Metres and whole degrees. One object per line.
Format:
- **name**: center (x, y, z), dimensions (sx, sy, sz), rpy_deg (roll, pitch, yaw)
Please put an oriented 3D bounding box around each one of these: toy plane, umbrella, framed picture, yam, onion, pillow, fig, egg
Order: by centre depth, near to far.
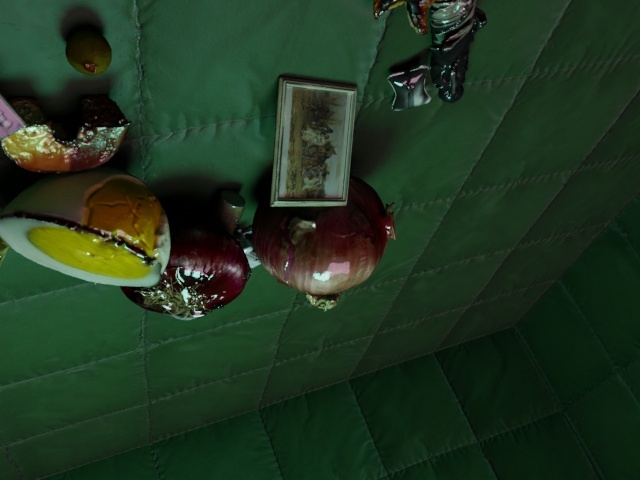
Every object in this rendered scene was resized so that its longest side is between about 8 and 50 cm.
- **fig**: center (-0.379, -0.304, 1.134), dimensions (0.073, 0.088, 0.074), rpy_deg (-13, 133, -14)
- **egg**: center (-0.456, -0.045, 1.398), dimensions (0.336, 0.201, 0.337), rpy_deg (11, 153, 6)
- **umbrella**: center (0.288, -0.408, 1.477), dimensions (0.113, 0.106, 0.358), rpy_deg (-27, 153, -3)
- **framed picture**: center (-0.009, -0.206, 1.493), dimensions (0.217, 0.017, 0.275), rpy_deg (-5, 104, -37)
- **pillow**: center (0.203, -0.347, 1.573), dimensions (0.091, 0.055, 0.136), rpy_deg (-38, 155, -6)
- **onion**: center (-0.320, 0.056, 1.643), dimensions (0.313, 0.233, 0.314), rpy_deg (-2, 150, -1)
- **onion**: center (0.011, -0.023, 1.697), dimensions (0.353, 0.354, 0.354), rpy_deg (-19, 152, -11)
- **yam**: center (-0.239, -0.052, 1.708), dimensions (0.078, 0.078, 0.179), rpy_deg (-6, 145, -32)
- **toy plane**: center (-0.182, 0.042, 1.893), dimensions (0.181, 0.107, 0.273), rpy_deg (-22, 158, 6)

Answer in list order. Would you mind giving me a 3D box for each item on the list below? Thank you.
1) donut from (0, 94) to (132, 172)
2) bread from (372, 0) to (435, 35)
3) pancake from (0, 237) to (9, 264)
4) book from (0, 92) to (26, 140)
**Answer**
- **donut**: center (-0.470, -0.196, 1.251), dimensions (0.217, 0.085, 0.141), rpy_deg (-5, 147, -32)
- **bread**: center (0.196, -0.501, 1.252), dimensions (0.139, 0.095, 0.269), rpy_deg (20, 142, -17)
- **pancake**: center (-0.796, 0.015, 1.406), dimensions (0.304, 0.067, 0.427), rpy_deg (-8, 150, -16)
- **book**: center (-0.670, -0.192, 1.082), dimensions (0.322, 0.018, 0.228), rpy_deg (-27, 132, 5)
